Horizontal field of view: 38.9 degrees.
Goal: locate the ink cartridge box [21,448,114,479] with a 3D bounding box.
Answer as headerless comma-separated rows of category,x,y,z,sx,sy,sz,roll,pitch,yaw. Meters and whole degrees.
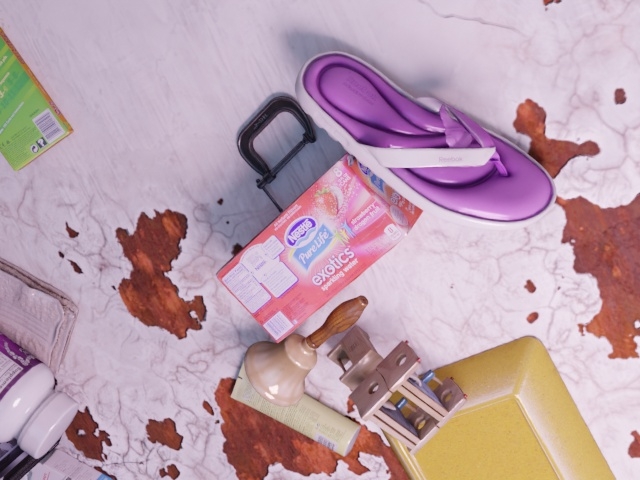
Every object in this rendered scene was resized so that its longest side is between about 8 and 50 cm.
ink cartridge box,-0.517,0.500,1.851,0.180,0.060,0.104,27,118,8

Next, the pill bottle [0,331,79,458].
pill bottle,-0.606,0.266,1.682,0.301,0.169,0.169,35,118,3

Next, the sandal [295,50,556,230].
sandal,0.143,-0.148,1.286,0.416,0.169,0.102,29,155,9

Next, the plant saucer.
plant saucer,0.277,0.363,1.497,0.333,0.081,0.333,-25,101,27

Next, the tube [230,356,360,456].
tube,-0.045,0.296,1.605,0.240,0.062,0.070,26,73,15

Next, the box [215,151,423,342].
box,0.000,0.000,1.419,0.154,0.142,0.300,46,118,-2

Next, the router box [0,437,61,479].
router box,-0.670,0.377,1.718,0.243,0.309,0.081,30,116,8

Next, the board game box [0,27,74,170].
board game box,-0.552,-0.261,1.565,0.124,0.039,0.259,-33,99,10

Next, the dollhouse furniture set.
dollhouse furniture set,0.121,0.220,1.469,0.129,0.183,0.129,-46,119,7

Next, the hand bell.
hand bell,-0.007,0.159,1.480,0.126,0.126,0.242,45,124,-1

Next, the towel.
towel,-0.605,0.137,1.749,0.282,0.049,0.187,27,116,9

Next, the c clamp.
c clamp,-0.064,-0.146,1.458,0.137,0.022,0.160,45,120,5
